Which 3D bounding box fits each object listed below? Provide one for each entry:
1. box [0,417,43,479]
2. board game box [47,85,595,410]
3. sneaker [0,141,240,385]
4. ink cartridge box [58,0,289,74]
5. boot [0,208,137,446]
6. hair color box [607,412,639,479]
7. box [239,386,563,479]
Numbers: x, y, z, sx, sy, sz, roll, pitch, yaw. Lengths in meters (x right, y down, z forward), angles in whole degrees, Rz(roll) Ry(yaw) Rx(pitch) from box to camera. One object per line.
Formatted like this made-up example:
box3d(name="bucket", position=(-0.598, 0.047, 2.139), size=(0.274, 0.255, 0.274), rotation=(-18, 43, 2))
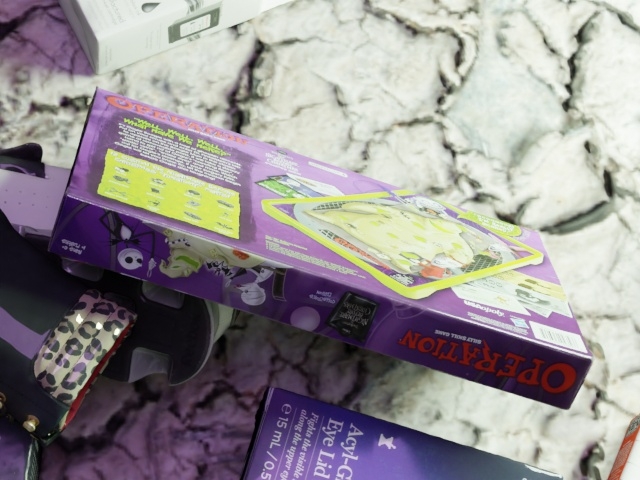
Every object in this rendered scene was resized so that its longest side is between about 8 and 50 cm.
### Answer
box3d(name="box", position=(-0.264, 0.155, 0.981), size=(0.156, 0.093, 0.158), rotation=(6, 67, -5))
box3d(name="board game box", position=(0.000, 0.000, 1.012), size=(0.347, 0.056, 0.208), rotation=(18, 26, -10))
box3d(name="sneaker", position=(-0.207, -0.001, 1.052), size=(0.330, 0.122, 0.146), rotation=(21, 24, 8))
box3d(name="ink cartridge box", position=(-0.114, -0.214, 1.176), size=(0.180, 0.060, 0.104), rotation=(-24, 72, -17))
box3d(name="boot", position=(-0.244, 0.081, 0.920), size=(0.178, 0.085, 0.236), rotation=(36, 75, 0))
box3d(name="hair color box", position=(0.232, 0.196, 1.058), size=(0.072, 0.043, 0.141), rotation=(27, 67, 4))
box3d(name="box", position=(0.038, 0.207, 0.992), size=(0.207, 0.108, 0.153), rotation=(16, 65, 0))
